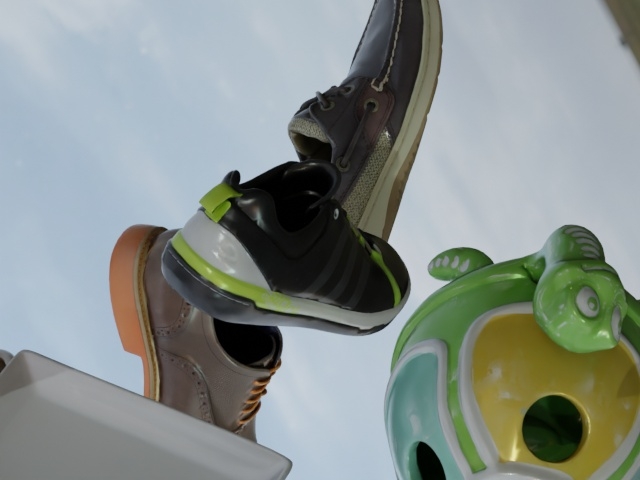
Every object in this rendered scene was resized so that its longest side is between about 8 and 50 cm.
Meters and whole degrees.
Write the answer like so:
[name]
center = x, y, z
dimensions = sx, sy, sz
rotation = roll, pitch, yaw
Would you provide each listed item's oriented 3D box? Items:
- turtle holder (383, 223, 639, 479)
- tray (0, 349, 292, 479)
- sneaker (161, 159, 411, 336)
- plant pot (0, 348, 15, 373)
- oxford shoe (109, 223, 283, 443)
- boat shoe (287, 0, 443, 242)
[turtle holder]
center = 0.191, 0.140, 1.430
dimensions = 0.243, 0.320, 0.227
rotation = 35, -142, -20
[tray]
center = -0.166, 0.184, 1.313
dimensions = 0.145, 0.270, 0.030
rotation = -54, -32, -31
[sneaker]
center = 0.000, 0.000, 1.065
dimensions = 0.084, 0.097, 0.234
rotation = 39, -160, 27
[plant pot]
center = -0.401, 0.291, 1.971
dimensions = 0.229, 0.263, 0.263
rotation = 57, -167, -22
[oxford shoe]
center = -0.101, 0.150, 1.697
dimensions = 0.130, 0.132, 0.364
rotation = -60, -37, -48
[boat shoe]
center = 0.020, -0.075, 1.308
dimensions = 0.092, 0.285, 0.103
rotation = 19, 169, -16
